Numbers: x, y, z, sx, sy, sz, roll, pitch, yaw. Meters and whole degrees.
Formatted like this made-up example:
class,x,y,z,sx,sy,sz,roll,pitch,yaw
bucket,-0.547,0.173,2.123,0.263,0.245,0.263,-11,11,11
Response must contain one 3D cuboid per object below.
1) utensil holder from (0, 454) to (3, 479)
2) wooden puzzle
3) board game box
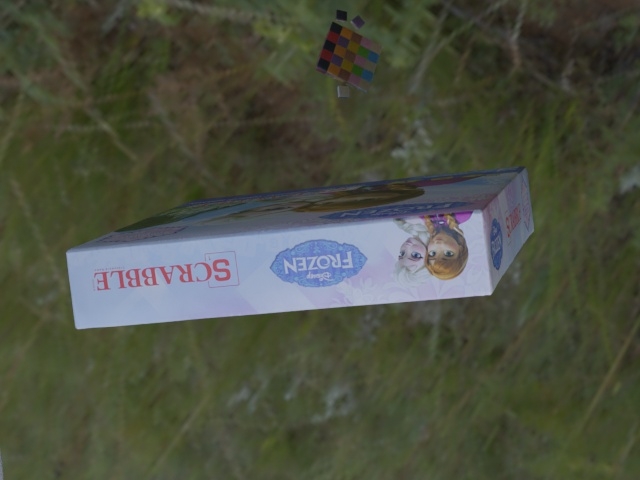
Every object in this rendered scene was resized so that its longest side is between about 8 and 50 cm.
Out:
class,x,y,z,sx,sy,sz,roll,pitch,yaw
utensil holder,-0.539,0.244,1.450,0.328,0.385,0.327,7,101,36
wooden puzzle,0.024,-0.156,1.329,0.049,0.083,0.006,25,152,-12
board game box,0.000,0.000,1.279,0.319,0.318,0.066,-6,97,13
